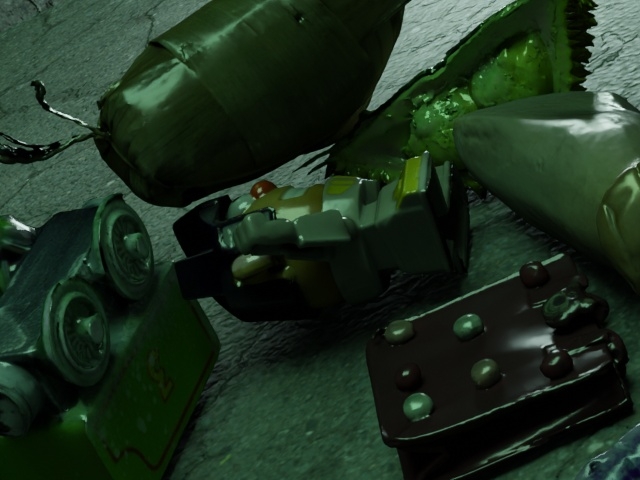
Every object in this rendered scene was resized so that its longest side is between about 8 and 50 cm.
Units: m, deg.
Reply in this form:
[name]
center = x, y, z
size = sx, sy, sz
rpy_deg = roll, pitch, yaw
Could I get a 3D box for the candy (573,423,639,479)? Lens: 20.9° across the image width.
[candy]
center = 0.216, 0.176, 1.206
size = 0.275, 0.070, 0.145
rpy_deg = -41, -13, -13

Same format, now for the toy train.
[toy train]
center = -0.232, 0.110, 1.656
size = 0.173, 0.249, 0.307
rpy_deg = -12, 30, 24

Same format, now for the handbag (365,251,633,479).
[handbag]
center = 0.147, 0.106, 1.460
size = 0.216, 0.074, 0.203
rpy_deg = -26, 25, 9

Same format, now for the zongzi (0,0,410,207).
[zongzi]
center = -0.111, -0.105, 1.847
size = 0.447, 0.181, 0.418
rpy_deg = -37, -18, -18

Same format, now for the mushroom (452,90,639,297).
[mushroom]
center = 0.254, -0.055, 1.570
size = 0.154, 0.137, 0.407
rpy_deg = 1, 17, -16

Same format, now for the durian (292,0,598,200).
[durian]
center = 0.156, -0.148, 1.808
size = 0.352, 0.169, 0.158
rpy_deg = -34, 32, 28

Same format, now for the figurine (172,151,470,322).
[figurine]
center = -0.001, 0.002, 1.701
size = 0.308, 0.308, 0.143
rpy_deg = -19, 65, 22
